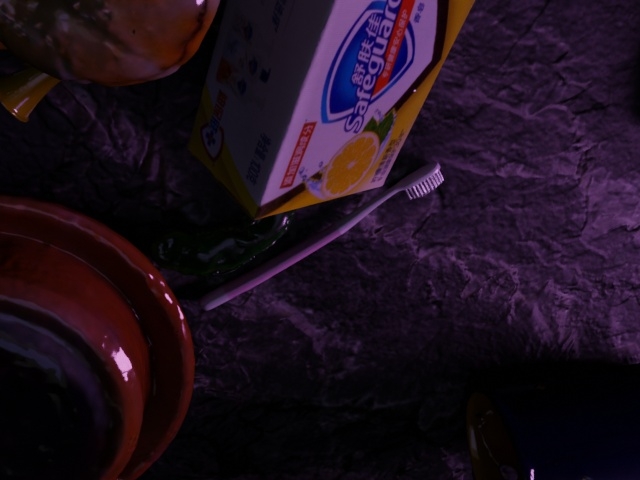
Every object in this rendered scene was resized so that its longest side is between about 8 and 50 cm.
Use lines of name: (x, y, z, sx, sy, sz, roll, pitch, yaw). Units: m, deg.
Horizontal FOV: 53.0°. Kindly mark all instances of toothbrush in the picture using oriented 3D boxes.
toothbrush: (0.000, 0.000, 0.664, 0.287, 0.020, 0.025, -30, 121, 5)

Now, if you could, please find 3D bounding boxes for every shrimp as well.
shrimp: (-0.161, -0.199, 0.314, 0.152, 0.063, 0.287, -21, 125, 16)

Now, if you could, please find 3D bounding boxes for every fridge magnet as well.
fridge magnet: (-0.302, 0.129, 0.599, 0.364, 0.155, 0.363, -4, 114, -8)

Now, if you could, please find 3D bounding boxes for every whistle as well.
whistle: (-0.233, -0.159, 0.556, 0.109, 0.057, 0.046, -40, 159, 0)

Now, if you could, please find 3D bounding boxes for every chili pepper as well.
chili pepper: (-0.077, -0.015, 0.630, 0.182, 0.050, 0.073, -32, 108, 4)

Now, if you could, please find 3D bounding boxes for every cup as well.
cup: (0.312, 0.246, 0.774, 0.257, 0.255, 0.178, -8, 77, -8)

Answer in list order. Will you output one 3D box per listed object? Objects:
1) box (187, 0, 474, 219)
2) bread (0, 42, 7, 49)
box: (0.018, -0.156, 0.479, 0.168, 0.097, 0.265, -17, 142, -46)
bread: (-0.220, -0.319, 0.385, 0.399, 0.215, 0.397, -4, 115, -8)
